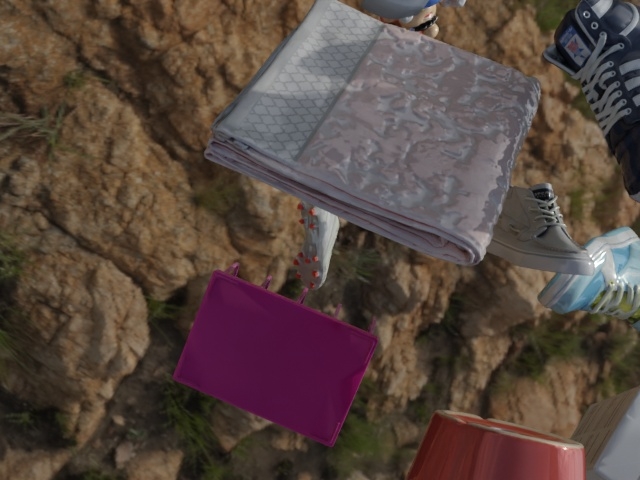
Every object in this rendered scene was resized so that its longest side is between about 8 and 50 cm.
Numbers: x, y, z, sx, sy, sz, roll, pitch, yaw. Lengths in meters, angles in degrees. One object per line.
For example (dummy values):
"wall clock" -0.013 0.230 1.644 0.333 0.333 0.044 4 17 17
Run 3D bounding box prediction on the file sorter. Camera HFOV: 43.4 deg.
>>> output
"file sorter" -0.067 0.183 1.407 0.291 0.182 0.202 23 100 3

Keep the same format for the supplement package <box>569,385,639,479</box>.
"supplement package" 0.607 0.434 1.559 0.199 0.262 0.198 36 71 9

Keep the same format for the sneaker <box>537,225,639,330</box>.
"sneaker" 0.506 0.095 1.327 0.319 0.208 0.127 -20 151 -45

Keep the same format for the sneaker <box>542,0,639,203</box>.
"sneaker" 0.337 -0.176 0.932 0.153 0.099 0.282 21 57 -6

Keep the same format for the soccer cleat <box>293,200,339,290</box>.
"soccer cleat" 0.000 0.000 1.368 0.076 0.068 0.196 -30 137 -37

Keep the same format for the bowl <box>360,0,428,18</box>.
"bowl" 0.099 -0.269 0.762 0.053 0.142 0.142 35 100 -4

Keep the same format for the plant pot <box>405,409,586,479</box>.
"plant pot" 0.215 0.356 1.024 0.275 0.275 0.243 17 83 -40

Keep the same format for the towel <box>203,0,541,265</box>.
"towel" 0.078 -0.146 0.927 0.053 0.317 0.331 106 10 -48

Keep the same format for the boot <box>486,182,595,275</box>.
"boot" 0.324 -0.025 1.203 0.095 0.258 0.123 5 98 -18

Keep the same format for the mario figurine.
"mario figurine" 0.235 -0.506 1.698 0.198 0.320 0.170 2 72 -11
